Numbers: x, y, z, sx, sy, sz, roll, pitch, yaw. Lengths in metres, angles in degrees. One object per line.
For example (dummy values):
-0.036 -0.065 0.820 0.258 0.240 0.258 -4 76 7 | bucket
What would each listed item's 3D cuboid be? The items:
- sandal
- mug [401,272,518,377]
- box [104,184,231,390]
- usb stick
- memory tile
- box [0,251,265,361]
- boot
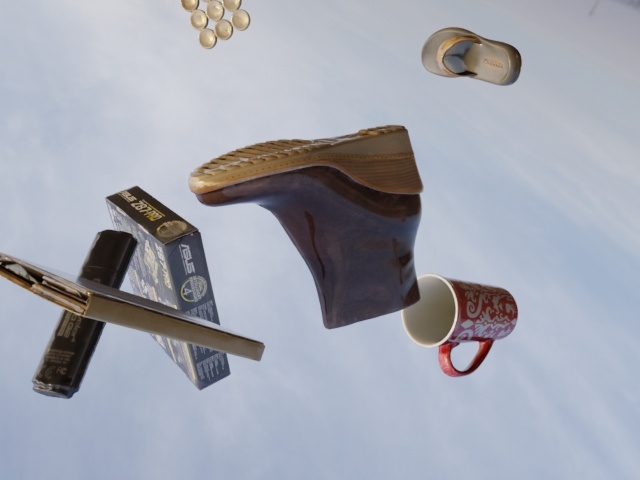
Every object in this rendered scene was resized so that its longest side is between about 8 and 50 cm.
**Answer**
0.240 -0.304 1.107 0.060 0.089 0.219 -18 -145 -28 | sandal
0.223 0.130 1.045 0.169 0.150 0.113 6 -171 -39 | mug
-0.351 0.104 1.506 0.097 0.394 0.318 -24 -146 -27 | box
-0.358 0.105 1.009 0.077 0.045 0.277 6 -120 13 | usb stick
-0.195 -0.427 1.170 0.147 0.113 0.012 66 -157 -4 | memory tile
-0.170 0.060 0.586 0.165 0.021 0.201 13 171 38 | box
0.000 0.000 0.666 0.249 0.206 0.090 -13 -160 -23 | boot
